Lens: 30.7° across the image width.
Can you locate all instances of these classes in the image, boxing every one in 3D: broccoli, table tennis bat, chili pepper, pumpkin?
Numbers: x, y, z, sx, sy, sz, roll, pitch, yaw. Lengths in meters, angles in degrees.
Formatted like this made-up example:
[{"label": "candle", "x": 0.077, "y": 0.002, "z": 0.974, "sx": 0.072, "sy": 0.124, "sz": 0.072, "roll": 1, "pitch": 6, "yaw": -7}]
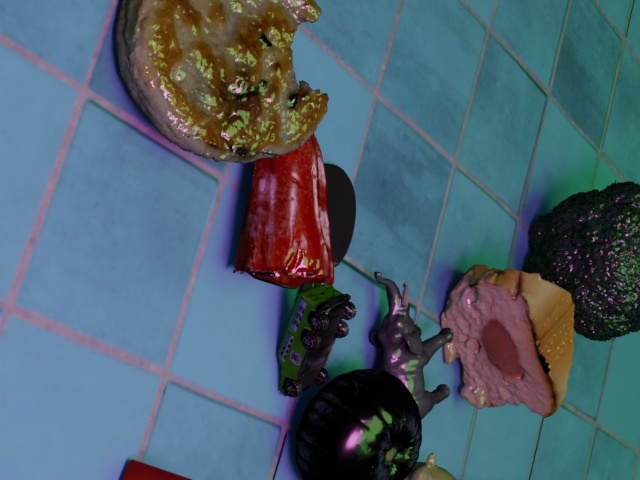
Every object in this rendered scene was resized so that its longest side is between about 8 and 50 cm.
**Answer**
[{"label": "broccoli", "x": 0.519, "y": 0.030, "z": 2.104, "sx": 0.297, "sy": 0.297, "sz": 0.297, "roll": -35, "pitch": 124, "yaw": -75}, {"label": "table tennis bat", "x": 0.000, "y": 0.000, "z": 1.616, "sx": 0.130, "sy": 0.019, "sz": 0.220, "roll": 27, "pitch": 70, "yaw": -49}, {"label": "chili pepper", "x": -0.036, "y": -0.060, "z": 1.500, "sx": 0.144, "sy": 0.136, "sz": 0.253, "roll": 8, "pitch": 78, "yaw": -26}, {"label": "pumpkin", "x": 0.051, "y": 0.271, "z": 1.610, "sx": 0.202, "sy": 0.140, "sz": 0.202, "roll": -26, "pitch": 127, "yaw": -39}]

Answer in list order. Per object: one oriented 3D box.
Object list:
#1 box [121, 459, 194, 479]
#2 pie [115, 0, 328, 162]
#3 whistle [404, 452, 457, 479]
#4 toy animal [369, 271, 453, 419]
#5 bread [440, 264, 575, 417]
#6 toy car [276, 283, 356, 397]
[{"label": "box", "x": -0.143, "y": 0.353, "z": 1.376, "sx": 0.050, "sy": 0.123, "sz": 0.229, "roll": -54, "pitch": 132, "yaw": -31}, {"label": "pie", "x": -0.110, "y": -0.230, "z": 1.384, "sx": 0.302, "sy": 0.067, "sz": 0.302, "roll": 6, "pitch": 81, "yaw": -42}, {"label": "whistle", "x": 0.151, "y": 0.463, "z": 1.760, "sx": 0.141, "sy": 0.141, "sz": 0.294, "roll": -7, "pitch": 100, "yaw": -52}, {"label": "toy animal", "x": 0.132, "y": 0.161, "z": 1.750, "sx": 0.137, "sy": 0.082, "sz": 0.269, "roll": -22, "pitch": 111, "yaw": -51}, {"label": "bread", "x": 0.287, "y": 0.147, "z": 1.870, "sx": 0.211, "sy": 0.183, "sz": 0.224, "roll": 31, "pitch": 66, "yaw": -48}, {"label": "toy car", "x": -0.014, "y": 0.135, "z": 1.554, "sx": 0.071, "sy": 0.062, "sz": 0.165, "roll": -18, "pitch": 138, "yaw": -47}]
